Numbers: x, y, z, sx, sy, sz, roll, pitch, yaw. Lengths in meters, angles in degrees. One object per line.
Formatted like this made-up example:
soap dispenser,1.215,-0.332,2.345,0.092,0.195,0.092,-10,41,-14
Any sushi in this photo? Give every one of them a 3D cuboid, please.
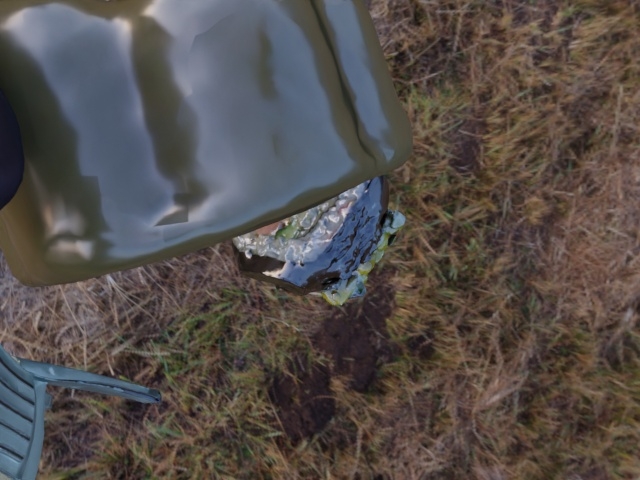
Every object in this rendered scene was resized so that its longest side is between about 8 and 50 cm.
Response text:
sushi,0.000,0.000,1.492,0.285,0.328,0.328,53,54,-43

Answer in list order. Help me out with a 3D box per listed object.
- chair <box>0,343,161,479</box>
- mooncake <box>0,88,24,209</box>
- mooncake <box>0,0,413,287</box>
chair,-0.253,0.153,0.522,0.191,0.203,0.274,-19,147,16
mooncake,-0.315,-0.093,0.373,0.141,0.283,0.283,-31,110,7
mooncake,-0.145,-0.130,0.723,0.467,0.467,0.262,-19,98,-23
